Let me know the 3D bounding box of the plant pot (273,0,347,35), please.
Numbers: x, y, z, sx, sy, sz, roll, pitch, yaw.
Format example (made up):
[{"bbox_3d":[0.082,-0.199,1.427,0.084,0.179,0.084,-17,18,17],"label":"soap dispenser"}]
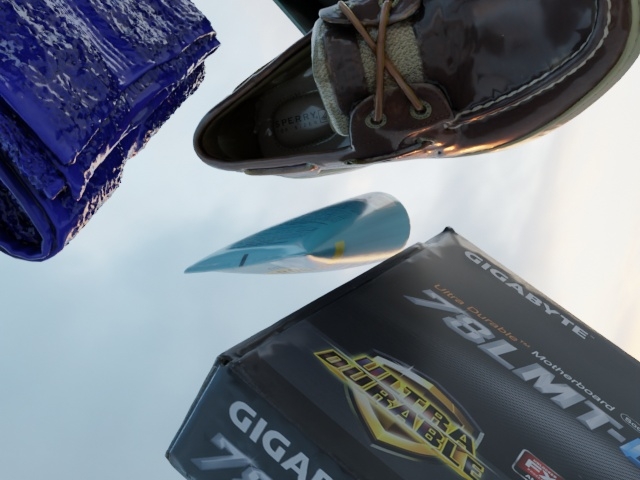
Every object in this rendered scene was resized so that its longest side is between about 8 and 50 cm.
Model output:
[{"bbox_3d":[0.047,-0.262,1.011,0.166,0.165,0.234,-41,6,7],"label":"plant pot"}]

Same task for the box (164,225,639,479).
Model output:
[{"bbox_3d":[0.119,0.126,0.514,0.293,0.295,0.073,-25,-31,-59],"label":"box"}]

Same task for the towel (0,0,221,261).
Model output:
[{"bbox_3d":[-0.166,-0.144,0.581,0.227,0.076,0.308,54,-160,-16],"label":"towel"}]

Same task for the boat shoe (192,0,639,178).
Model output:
[{"bbox_3d":[0.043,-0.106,0.661,0.123,0.342,0.123,-15,-87,-46],"label":"boat shoe"}]

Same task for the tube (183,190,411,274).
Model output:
[{"bbox_3d":[0.000,0.000,0.650,0.207,0.080,0.052,-14,-90,-64],"label":"tube"}]
